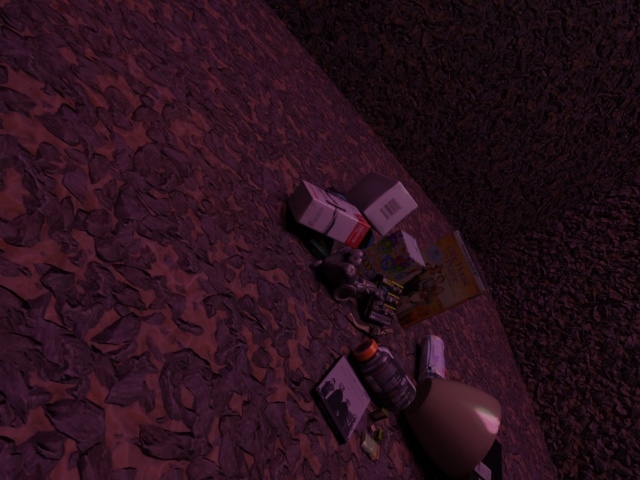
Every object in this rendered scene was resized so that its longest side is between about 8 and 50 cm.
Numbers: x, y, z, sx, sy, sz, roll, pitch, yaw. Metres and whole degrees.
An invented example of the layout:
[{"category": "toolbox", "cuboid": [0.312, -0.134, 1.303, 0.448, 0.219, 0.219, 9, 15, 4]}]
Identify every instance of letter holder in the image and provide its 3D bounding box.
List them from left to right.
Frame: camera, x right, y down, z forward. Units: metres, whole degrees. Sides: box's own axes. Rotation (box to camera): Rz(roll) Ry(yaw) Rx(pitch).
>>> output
[{"category": "letter holder", "cuboid": [0.530, 0.859, 1.641, 0.152, 0.214, 0.302, 42, 32, -2]}]

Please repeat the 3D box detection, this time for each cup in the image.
[{"category": "cup", "cuboid": [0.451, 0.641, 1.640, 0.237, 0.331, 0.331, 36, 27, 2]}]

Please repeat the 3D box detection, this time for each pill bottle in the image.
[{"category": "pill bottle", "cuboid": [0.217, 0.463, 1.566, 0.245, 0.130, 0.130, 55, 26, -9]}]

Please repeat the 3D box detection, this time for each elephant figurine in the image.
[{"category": "elephant figurine", "cuboid": [0.108, 0.158, 1.694, 0.169, 0.186, 0.239, -39, 129, -31]}]

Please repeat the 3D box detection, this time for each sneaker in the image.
[{"category": "sneaker", "cuboid": [0.133, -0.106, 2.040, 0.341, 0.125, 0.139, 52, 22, -20]}]

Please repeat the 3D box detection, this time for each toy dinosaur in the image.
[{"category": "toy dinosaur", "cuboid": [0.206, 0.360, 1.740, 0.268, 0.064, 0.118, 29, 22, -44]}]

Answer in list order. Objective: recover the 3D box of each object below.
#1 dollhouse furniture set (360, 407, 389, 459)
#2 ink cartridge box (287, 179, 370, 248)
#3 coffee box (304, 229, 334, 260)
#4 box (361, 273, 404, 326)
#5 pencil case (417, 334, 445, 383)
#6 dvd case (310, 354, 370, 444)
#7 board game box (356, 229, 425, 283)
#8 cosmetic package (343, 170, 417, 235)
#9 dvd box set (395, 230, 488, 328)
[{"category": "dollhouse furniture set", "cuboid": [0.180, 0.611, 1.423, 0.076, 0.059, 0.151, 52, 26, -13]}, {"category": "ink cartridge box", "cuboid": [0.030, -0.102, 1.726, 0.273, 0.114, 0.197, 24, 19, -26]}, {"category": "coffee box", "cuboid": [0.000, 0.000, 1.779, 0.113, 0.040, 0.184, 48, 28, -19]}, {"category": "box", "cuboid": [0.259, 0.248, 1.846, 0.191, 0.045, 0.184, 28, 78, -49]}, {"category": "pencil case", "cuboid": [0.495, 0.541, 1.998, 0.124, 0.114, 0.273, 62, 24, -15]}, {"category": "dvd case", "cuboid": [0.069, 0.486, 1.395, 0.179, 0.030, 0.239, 60, 25, 2]}, {"category": "board game box", "cuboid": [0.274, 0.093, 1.899, 0.142, 0.275, 0.144, 25, 42, -49]}, {"category": "cosmetic package", "cuboid": [0.261, -0.184, 2.090, 0.156, 0.217, 0.385, 49, 3, -19]}, {"category": "dvd box set", "cuboid": [0.509, 0.183, 2.057, 0.062, 0.420, 0.307, 22, 45, -52]}]
